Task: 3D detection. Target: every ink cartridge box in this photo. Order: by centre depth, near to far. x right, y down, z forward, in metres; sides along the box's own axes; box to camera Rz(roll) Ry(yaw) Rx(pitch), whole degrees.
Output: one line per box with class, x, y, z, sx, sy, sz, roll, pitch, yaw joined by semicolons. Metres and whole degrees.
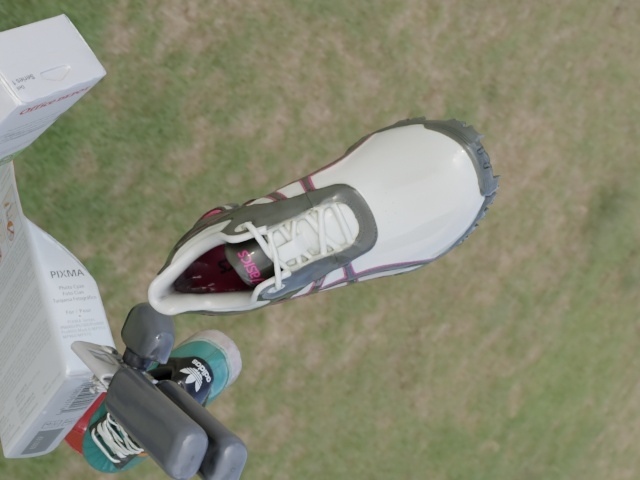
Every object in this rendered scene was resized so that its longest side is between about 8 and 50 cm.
ink cartridge box;-0.380;-0.157;1.429;0.219;0.092;0.160;-34;-179;35
ink cartridge box;-0.434;0.093;1.842;0.091;0.385;0.308;-3;152;-33

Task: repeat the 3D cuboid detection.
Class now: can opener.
can opener;-0.141;0.123;1.039;0.074;0.280;0.093;20;97;-30

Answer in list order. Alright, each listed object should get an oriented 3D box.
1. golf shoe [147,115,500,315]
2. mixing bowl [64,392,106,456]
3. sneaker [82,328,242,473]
golf shoe;0.000;0.000;0.878;0.273;0.105;0.120;-23;-174;31
mixing bowl;-0.373;0.308;2.064;0.098;0.181;0.181;-55;152;-33
sneaker;-0.231;0.222;1.567;0.302;0.108;0.121;-42;176;33
